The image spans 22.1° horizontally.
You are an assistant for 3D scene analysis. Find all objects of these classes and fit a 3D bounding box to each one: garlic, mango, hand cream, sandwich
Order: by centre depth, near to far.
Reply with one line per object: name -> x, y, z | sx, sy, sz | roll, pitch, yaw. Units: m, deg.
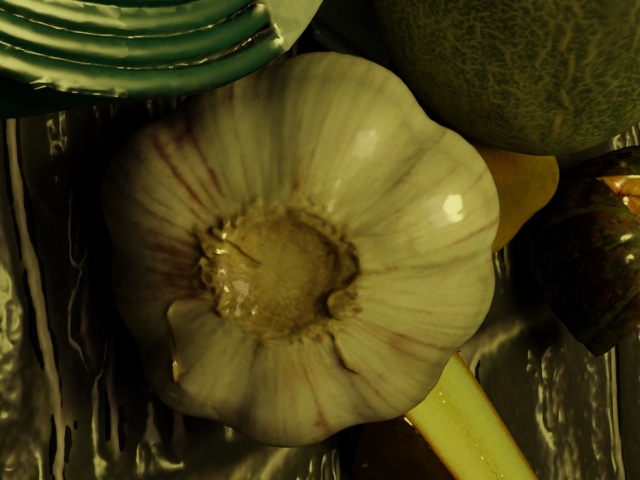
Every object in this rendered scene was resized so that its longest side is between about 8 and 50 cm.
garlic -> 0.000, 0.000, 1.042 | 0.253, 0.245, 0.245 | -38, 118, -76
sandwich -> 0.094, 0.170, 1.169 | 0.244, 0.088, 0.090 | 55, 47, -21
hand cream -> 0.060, -0.240, 1.176 | 0.088, 0.055, 0.256 | 35, 68, -47
mango -> 0.118, -0.041, 1.203 | 0.161, 0.076, 0.103 | -18, 97, -45

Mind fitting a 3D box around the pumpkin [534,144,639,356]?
pumpkin -> 0.225, -0.009, 1.272 | 0.107, 0.119, 0.183 | 35, 54, 4

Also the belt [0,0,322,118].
belt -> -0.168, -0.220, 0.893 | 0.436, 0.173, 0.300 | 6, 86, -42

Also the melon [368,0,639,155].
melon -> 0.148, -0.197, 1.065 | 0.249, 0.248, 0.329 | -57, 157, -28
